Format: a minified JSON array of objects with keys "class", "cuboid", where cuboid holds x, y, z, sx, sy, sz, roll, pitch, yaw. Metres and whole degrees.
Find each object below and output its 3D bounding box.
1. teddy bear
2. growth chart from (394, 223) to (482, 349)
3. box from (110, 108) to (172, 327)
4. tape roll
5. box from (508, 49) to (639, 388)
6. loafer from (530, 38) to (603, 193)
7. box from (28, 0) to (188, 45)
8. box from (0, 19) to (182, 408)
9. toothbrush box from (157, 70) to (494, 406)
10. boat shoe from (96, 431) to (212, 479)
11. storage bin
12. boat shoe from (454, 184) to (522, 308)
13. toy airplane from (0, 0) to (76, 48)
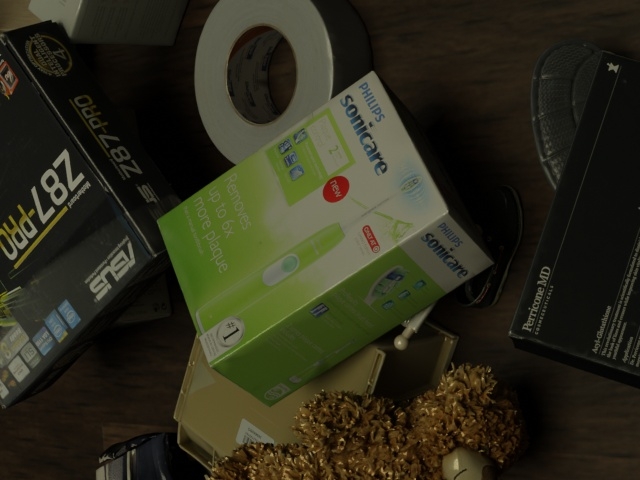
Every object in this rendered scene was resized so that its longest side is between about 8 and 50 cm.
[{"class":"teddy bear","cuboid":[0.049,0.245,1.467,0.337,0.113,0.245,-7,112,0]},{"class":"growth chart","cuboid":[0.062,-0.002,1.549,0.172,0.021,0.237,-51,47,4]},{"class":"box","cuboid":[-0.279,-0.025,1.877,0.113,0.094,0.275,-14,84,42]},{"class":"tape roll","cuboid":[-0.044,-0.187,1.666,0.219,0.072,0.219,4,96,41]},{"class":"box","cuboid":[0.289,-0.008,1.262,0.184,0.103,0.261,18,83,11]},{"class":"loafer","cuboid":[0.275,-0.041,1.377,0.109,0.095,0.303,-22,73,3]},{"class":"box","cuboid":[-0.245,-0.313,1.770,0.091,0.170,0.130,39,118,32]},{"class":"box","cuboid":[-0.354,-0.022,1.781,0.318,0.097,0.395,54,130,7]},{"class":"toothbrush box","cuboid":[0.000,0.000,1.490,0.283,0.122,0.206,-32,52,11]},{"class":"boat shoe","cuboid":[-0.174,0.391,1.789,0.158,0.127,0.341,-34,70,46]},{"class":"storage bin","cuboid":[-0.016,0.169,1.637,0.262,0.123,0.260,31,114,36]},{"class":"boat shoe","cuboid":[0.172,0.008,1.508,0.049,0.042,0.133,27,109,41]},{"class":"toy airplane","cuboid":[-0.509,-0.278,1.939,0.386,0.384,0.272,35,146,44]}]
